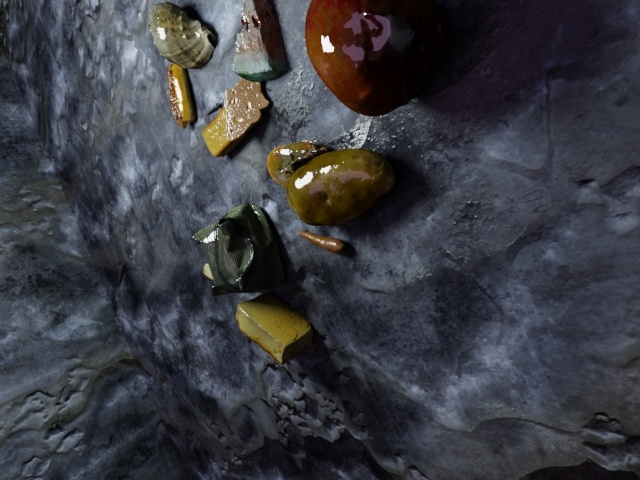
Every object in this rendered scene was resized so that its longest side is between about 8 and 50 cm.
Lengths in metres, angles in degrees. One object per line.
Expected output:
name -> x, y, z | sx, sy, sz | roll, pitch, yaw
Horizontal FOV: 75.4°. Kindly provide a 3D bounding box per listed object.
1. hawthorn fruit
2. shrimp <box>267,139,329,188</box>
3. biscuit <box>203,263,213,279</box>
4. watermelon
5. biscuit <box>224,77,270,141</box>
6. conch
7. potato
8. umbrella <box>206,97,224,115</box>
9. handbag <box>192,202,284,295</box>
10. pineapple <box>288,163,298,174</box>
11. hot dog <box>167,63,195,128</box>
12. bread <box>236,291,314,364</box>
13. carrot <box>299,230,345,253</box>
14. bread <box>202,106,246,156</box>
hawthorn fruit -> 0.116, -0.453, 0.924 | 0.308, 0.308, 0.324 | -25, 85, 45
shrimp -> -0.076, -0.248, 1.322 | 0.249, 0.068, 0.150 | -19, 104, 41
biscuit -> -0.447, 0.150, 1.829 | 0.188, 0.052, 0.056 | 22, 103, 35
watermelon -> -0.189, -0.625, 1.274 | 0.154, 0.094, 0.241 | 2, 103, 21
biscuit -> -0.256, -0.451, 1.398 | 0.162, 0.035, 0.250 | 30, 103, 13
conch -> -0.525, -0.735, 1.493 | 0.291, 0.159, 0.210 | 29, 122, 30
potato -> 0.046, -0.150, 1.194 | 0.369, 0.176, 0.195 | -18, 70, 41
umbrella -> -0.397, -0.498, 1.565 | 0.022, 0.022, 0.149 | 50, 144, -16
handbag -> -0.299, 0.049, 1.526 | 0.247, 0.240, 0.340 | -16, 93, 40
pineapple -> -0.095, -0.220, 1.389 | 0.045, 0.019, 0.083 | 17, 116, 31
hot dog -> -0.560, -0.571, 1.646 | 0.102, 0.076, 0.249 | 4, 107, 38
bread -> -0.173, 0.320, 1.548 | 0.275, 0.185, 0.114 | 33, 122, 28
carrot -> 0.000, 0.000, 1.370 | 0.216, 0.048, 0.048 | 18, 117, 43
bread -> -0.348, -0.394, 1.516 | 0.200, 0.077, 0.116 | -29, 84, 43
